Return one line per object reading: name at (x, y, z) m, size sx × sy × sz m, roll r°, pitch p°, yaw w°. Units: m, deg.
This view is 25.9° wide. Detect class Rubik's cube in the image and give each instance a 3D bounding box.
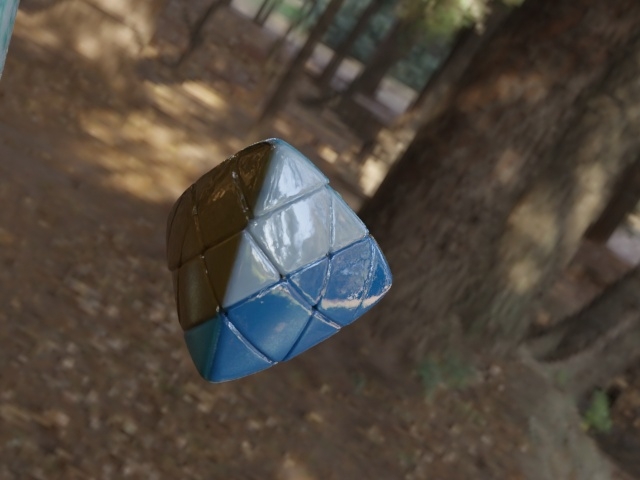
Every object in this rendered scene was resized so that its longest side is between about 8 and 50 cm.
Rubik's cube at (-0.024, -0.006, 1.427) m, size 0.254 × 0.254 × 0.254 m, roll 31°, pitch 8°, yaw -5°

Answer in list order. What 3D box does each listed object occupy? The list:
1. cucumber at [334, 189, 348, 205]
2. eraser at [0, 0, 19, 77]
cucumber at (0.000, 0.000, 1.949) m, size 0.115 × 0.085 × 0.193 m, roll -42°, pitch 113°, yaw -70°
eraser at (-0.280, -0.113, 0.977) m, size 0.104 × 0.290 × 0.189 m, roll 10°, pitch -20°, yaw -2°
